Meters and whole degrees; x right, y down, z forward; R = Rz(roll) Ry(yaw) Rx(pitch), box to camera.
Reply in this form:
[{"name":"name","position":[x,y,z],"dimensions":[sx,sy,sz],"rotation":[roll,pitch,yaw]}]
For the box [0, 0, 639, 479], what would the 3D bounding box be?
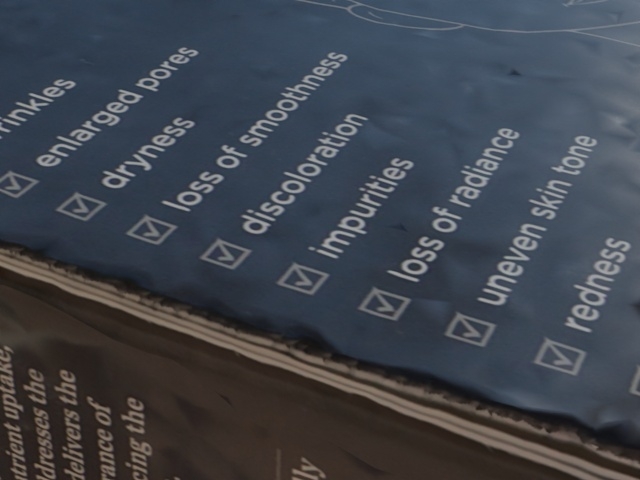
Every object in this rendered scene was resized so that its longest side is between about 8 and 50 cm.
[{"name":"box","position":[0.000,0.000,0.647],"dimensions":[0.471,0.480,0.297],"rotation":[19,-51,18]}]
